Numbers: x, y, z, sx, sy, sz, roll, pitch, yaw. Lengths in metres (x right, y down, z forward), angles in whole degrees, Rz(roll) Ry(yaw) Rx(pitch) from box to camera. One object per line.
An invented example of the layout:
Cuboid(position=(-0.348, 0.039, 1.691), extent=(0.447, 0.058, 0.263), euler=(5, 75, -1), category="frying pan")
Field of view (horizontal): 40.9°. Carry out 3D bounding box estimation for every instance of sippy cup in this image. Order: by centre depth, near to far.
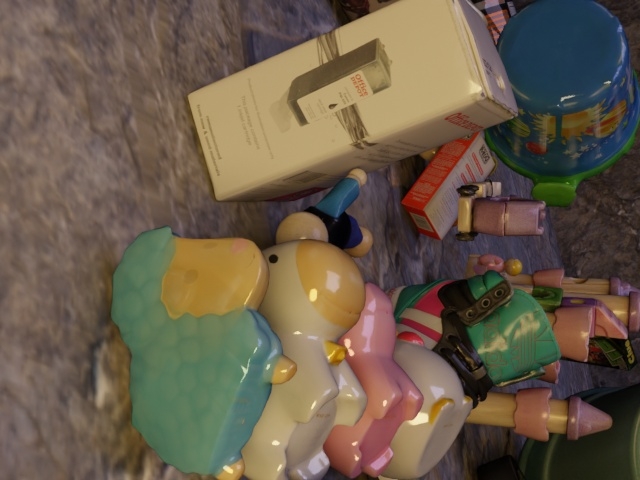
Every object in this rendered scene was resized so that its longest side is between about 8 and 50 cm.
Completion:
Cuboid(position=(0.334, -0.220, 1.197), extent=(0.305, 0.240, 0.224), euler=(60, 7, 19), category="sippy cup")

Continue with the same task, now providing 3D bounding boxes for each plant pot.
Cuboid(position=(0.466, 0.321, 1.116), extent=(0.334, 0.341, 0.341), euler=(100, -17, -67), category="plant pot")

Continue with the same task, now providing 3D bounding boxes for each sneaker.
Cuboid(position=(0.141, 0.126, 0.832), extent=(0.124, 0.178, 0.295), euler=(63, 23, -25), category="sneaker")

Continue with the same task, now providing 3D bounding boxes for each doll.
Cuboid(position=(0.000, 0.000, 0.676), extent=(0.046, 0.129, 0.189), euler=(36, 4, 12), category="doll")

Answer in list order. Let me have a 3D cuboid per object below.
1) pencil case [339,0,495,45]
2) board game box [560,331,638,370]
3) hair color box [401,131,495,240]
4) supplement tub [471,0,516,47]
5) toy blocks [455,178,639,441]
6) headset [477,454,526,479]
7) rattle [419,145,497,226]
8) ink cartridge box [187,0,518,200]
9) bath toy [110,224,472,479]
Cuboid(position=(0.091, -0.374, 1.101), extent=(0.410, 0.183, 0.160), euler=(54, 27, -43), category="pencil case")
Cuboid(position=(0.368, 0.127, 1.362), extent=(0.030, 0.259, 0.136), euler=(-30, 107, -31), category="board game box")
Cuboid(position=(0.176, -0.078, 1.171), extent=(0.141, 0.043, 0.072), euler=(-52, 135, -16), category="hair color box")
Cuboid(position=(0.234, -0.340, 1.425), extent=(0.193, 0.193, 0.316), euler=(-34, 107, -69), category="supplement tub")
Cuboid(position=(0.320, 0.075, 1.109), extent=(0.288, 0.260, 0.309), euler=(-29, 120, -69), category="toy blocks")
Cuboid(position=(0.254, 0.448, 0.996), extent=(0.243, 0.185, 0.394), euler=(57, 10, -45), category="headset")
Cuboid(position=(0.157, -0.103, 1.278), extent=(0.199, 0.143, 0.130), euler=(-3, 53, -47), category="rattle")
Cuboid(position=(0.031, -0.106, 0.678), extent=(0.158, 0.218, 0.092), euler=(-7, 80, -70), category="ink cartridge box")
Cuboid(position=(0.002, 0.087, 0.605), extent=(0.151, 0.129, 0.348), euler=(-59, 149, 0), category="bath toy")
